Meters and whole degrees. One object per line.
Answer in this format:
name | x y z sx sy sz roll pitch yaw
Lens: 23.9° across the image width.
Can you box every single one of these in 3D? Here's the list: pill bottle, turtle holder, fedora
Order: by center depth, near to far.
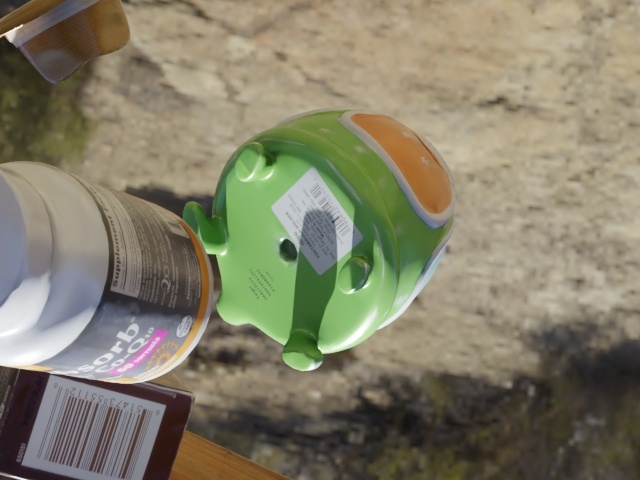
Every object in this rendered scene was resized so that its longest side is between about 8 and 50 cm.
pill bottle | -0.212 0.026 1.206 0.162 0.162 0.278 3 172 23
fedora | -0.236 -0.202 1.439 0.194 0.194 0.079 -15 109 52
turtle holder | 0.015 0.005 1.600 0.243 0.227 0.320 33 132 27

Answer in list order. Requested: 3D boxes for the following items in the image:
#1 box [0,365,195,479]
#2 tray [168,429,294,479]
box | -0.285 0.164 1.692 0.191 0.143 0.381 18 -179 -21
tray | -0.194 0.383 2.143 0.411 0.203 0.076 27 157 -13
